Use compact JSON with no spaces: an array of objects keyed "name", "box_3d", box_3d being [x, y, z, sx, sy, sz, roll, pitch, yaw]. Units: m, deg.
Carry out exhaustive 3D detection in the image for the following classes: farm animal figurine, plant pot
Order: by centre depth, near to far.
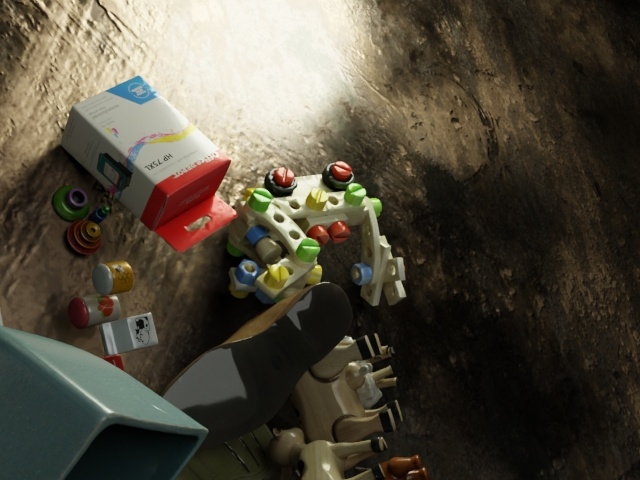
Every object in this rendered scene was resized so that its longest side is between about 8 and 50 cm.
[{"name":"plant pot","box_3d":[-0.322,0.213,1.252,0.252,0.248,0.247,37,1,21]},{"name":"farm animal figurine","box_3d":[0.016,0.261,1.568,0.330,0.172,0.327,46,29,-67]}]

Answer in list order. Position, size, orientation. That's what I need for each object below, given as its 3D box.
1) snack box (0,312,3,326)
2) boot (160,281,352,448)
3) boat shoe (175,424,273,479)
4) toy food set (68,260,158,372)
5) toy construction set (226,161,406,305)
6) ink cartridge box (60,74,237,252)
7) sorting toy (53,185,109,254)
[{"name":"snack box","box_3d":[-0.458,0.092,1.392,0.178,0.022,0.064,-1,69,-40]},{"name":"boot","box_3d":[-0.096,0.161,1.496,0.305,0.115,0.112,-35,103,-33]},{"name":"boat shoe","box_3d":[-0.156,0.296,1.476,0.113,0.103,0.302,51,25,4]},{"name":"toy food set","box_3d":[-0.268,0.147,1.452,0.104,0.111,0.232,-11,86,-42]},{"name":"toy construction set","box_3d":[0.000,0.000,1.727,0.327,0.151,0.215,5,45,-45]},{"name":"ink cartridge box","box_3d":[-0.219,-0.104,1.608,0.231,0.078,0.134,42,44,12]},{"name":"sorting toy","box_3d":[-0.307,-0.033,1.568,0.061,0.042,0.102,-9,73,-42]}]
